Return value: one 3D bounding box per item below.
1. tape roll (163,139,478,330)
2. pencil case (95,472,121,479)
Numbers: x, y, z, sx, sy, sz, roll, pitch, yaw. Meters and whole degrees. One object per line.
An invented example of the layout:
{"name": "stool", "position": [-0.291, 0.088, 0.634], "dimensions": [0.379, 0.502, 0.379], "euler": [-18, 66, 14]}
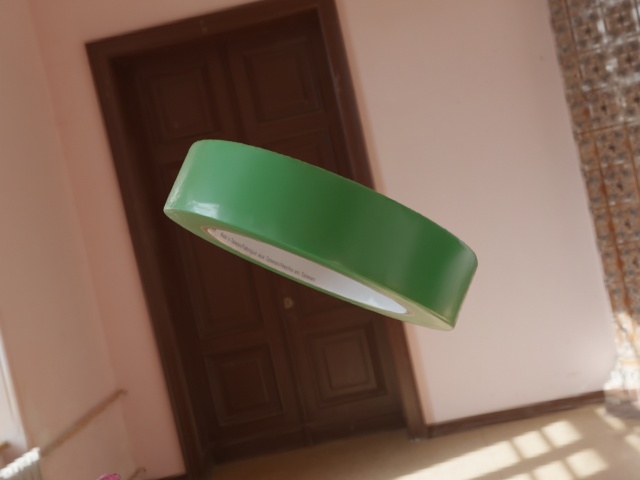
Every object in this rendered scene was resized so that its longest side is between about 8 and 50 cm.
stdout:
{"name": "tape roll", "position": [0.000, 0.000, 0.820], "dimensions": [0.321, 0.077, 0.321], "euler": [21, -9, 3]}
{"name": "pencil case", "position": [-0.231, 0.380, 0.948], "dimensions": [0.095, 0.209, 0.098], "euler": [-18, -36, -42]}
